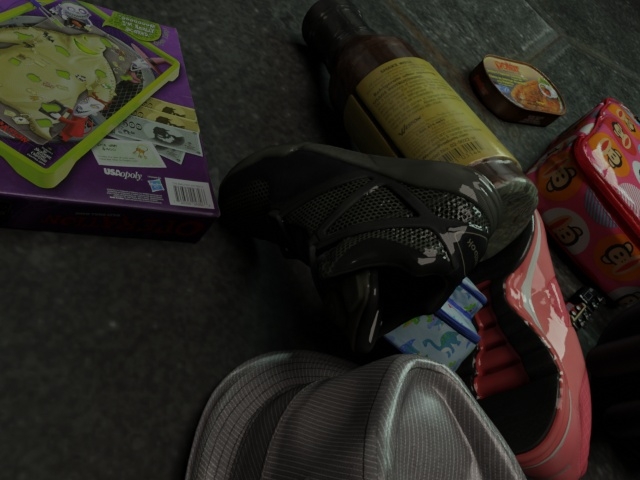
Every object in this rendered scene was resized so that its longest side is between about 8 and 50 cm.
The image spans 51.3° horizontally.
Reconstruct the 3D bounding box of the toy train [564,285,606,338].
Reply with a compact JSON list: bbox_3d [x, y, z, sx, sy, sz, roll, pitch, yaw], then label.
[{"bbox_3d":[0.282,0.087,0.749,0.036,0.027,0.158,51,41,11],"label":"toy train"}]

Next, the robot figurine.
[{"bbox_3d":[0.401,0.143,0.687,0.278,0.209,0.173,7,14,-36],"label":"robot figurine"}]

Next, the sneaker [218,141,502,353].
[{"bbox_3d":[0.000,0.000,0.475,0.130,0.227,0.087,-56,144,-35],"label":"sneaker"}]

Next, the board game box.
[{"bbox_3d":[-0.249,-0.107,0.456,0.346,0.056,0.208,6,59,-36],"label":"board game box"}]

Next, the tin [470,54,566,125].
[{"bbox_3d":[0.300,-0.226,1.009,0.189,0.040,0.106,-2,63,-40],"label":"tin"}]

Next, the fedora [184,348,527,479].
[{"bbox_3d":[0.045,0.170,0.415,0.243,0.124,0.275,24,46,-24],"label":"fedora"}]

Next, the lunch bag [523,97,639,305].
[{"bbox_3d":[0.413,-0.045,0.903,0.258,0.120,0.293,51,40,-1],"label":"lunch bag"}]

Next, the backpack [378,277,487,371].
[{"bbox_3d":[0.079,0.052,0.534,0.105,0.084,0.114,37,8,-10],"label":"backpack"}]

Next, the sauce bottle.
[{"bbox_3d":[0.078,-0.131,0.665,0.111,0.111,0.344,4,45,-38],"label":"sauce bottle"}]

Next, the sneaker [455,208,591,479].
[{"bbox_3d":[0.183,0.085,0.634,0.136,0.116,0.314,45,35,-33],"label":"sneaker"}]
